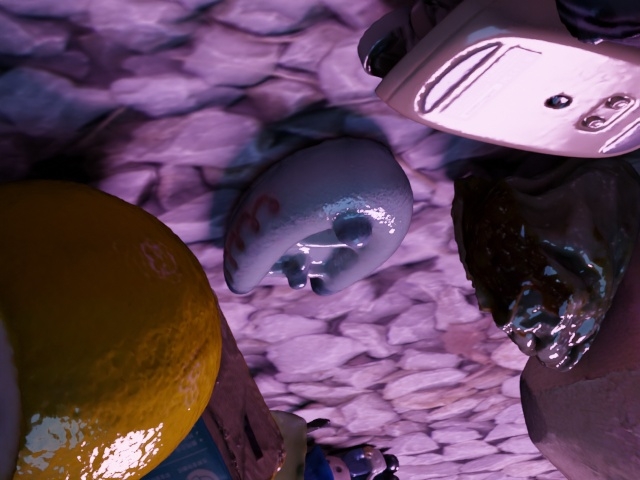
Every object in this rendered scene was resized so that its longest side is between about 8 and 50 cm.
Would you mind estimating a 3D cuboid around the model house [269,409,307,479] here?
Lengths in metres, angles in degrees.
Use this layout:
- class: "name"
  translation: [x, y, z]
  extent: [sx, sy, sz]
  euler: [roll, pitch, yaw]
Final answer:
- class: "model house"
  translation: [-0.149, 0.252, 1.441]
  extent: [0.194, 0.170, 0.211]
  euler: [7, 169, -33]

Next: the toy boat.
- class: "toy boat"
  translation: [0.000, 0.000, 1.114]
  extent: [0.134, 0.079, 0.208]
  euler: [5, 151, -23]

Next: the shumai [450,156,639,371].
- class: "shumai"
  translation: [0.159, 0.011, 1.139]
  extent: [0.142, 0.184, 0.184]
  euler: [22, 146, -8]

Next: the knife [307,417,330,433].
- class: "knife"
  translation: [-0.085, 0.222, 1.570]
  extent: [0.222, 0.021, 0.045]
  euler: [-24, 150, 32]

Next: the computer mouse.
- class: "computer mouse"
  translation: [0.143, -0.120, 0.921]
  extent: [0.236, 0.082, 0.145]
  euler: [9, 148, -29]

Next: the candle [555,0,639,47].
- class: "candle"
  translation: [0.278, -0.176, 0.752]
  extent: [0.330, 0.187, 0.187]
  euler: [4, 150, -27]

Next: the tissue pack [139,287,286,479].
- class: "tissue pack"
  translation: [-0.191, 0.167, 1.232]
  extent: [0.271, 0.192, 0.134]
  euler: [-20, -167, 20]

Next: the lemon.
- class: "lemon"
  translation: [-0.183, 0.070, 1.021]
  extent: [0.219, 0.240, 0.240]
  euler: [-15, 163, -45]

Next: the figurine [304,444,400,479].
- class: "figurine"
  translation: [0.022, 0.275, 1.668]
  extent: [0.149, 0.086, 0.087]
  euler: [-2, 178, -41]

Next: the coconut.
- class: "coconut"
  translation: [0.327, 0.121, 1.232]
  extent: [0.309, 0.297, 0.297]
  euler: [-12, 153, 7]
